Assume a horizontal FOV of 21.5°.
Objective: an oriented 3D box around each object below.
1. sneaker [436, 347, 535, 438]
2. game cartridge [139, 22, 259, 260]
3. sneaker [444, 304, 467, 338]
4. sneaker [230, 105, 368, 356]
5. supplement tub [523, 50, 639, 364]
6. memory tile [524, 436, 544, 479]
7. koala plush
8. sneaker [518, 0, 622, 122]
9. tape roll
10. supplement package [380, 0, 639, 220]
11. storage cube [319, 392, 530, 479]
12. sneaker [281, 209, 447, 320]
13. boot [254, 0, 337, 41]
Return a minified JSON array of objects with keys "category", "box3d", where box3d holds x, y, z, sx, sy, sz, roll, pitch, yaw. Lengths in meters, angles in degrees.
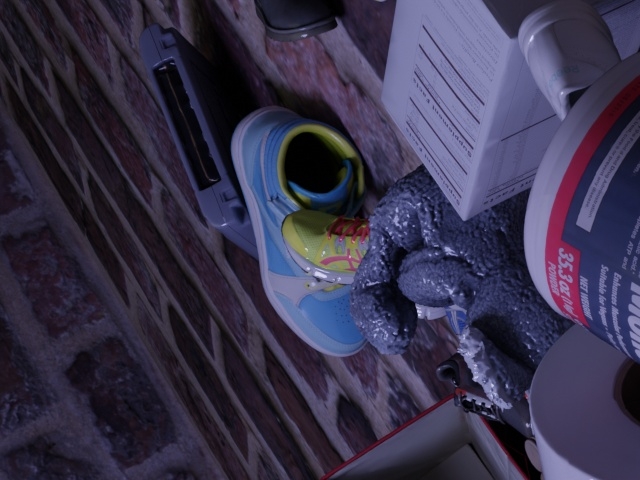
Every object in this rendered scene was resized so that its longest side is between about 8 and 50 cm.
[{"category":"sneaker","box3d":[0.175,0.169,1.763,0.158,0.064,0.061,43,153,52]},{"category":"game cartridge","box3d":[-0.133,-0.119,2.155,0.297,0.062,0.198,67,-173,23]},{"category":"sneaker","box3d":[0.175,0.081,1.637,0.211,0.080,0.081,-121,8,-52]},{"category":"sneaker","box3d":[0.000,0.000,1.953,0.319,0.127,0.208,67,165,-12]},{"category":"supplement tub","box3d":[0.271,0.015,0.982,0.272,0.191,0.191,35,147,41]},{"category":"memory tile","box3d":[0.248,0.237,1.644,0.113,0.012,0.148,63,164,4]},{"category":"koala plush","box3d":[0.156,0.045,1.442,0.221,0.196,0.203,56,152,40]},{"category":"sneaker","box3d":[0.208,-0.068,1.132,0.212,0.080,0.094,34,-147,-35]},{"category":"tape roll","box3d":[0.273,0.157,1.128,0.246,0.246,0.169,40,150,55]},{"category":"supplement package","box3d":[0.143,-0.149,1.267,0.134,0.139,0.244,57,161,24]},{"category":"storage cube","box3d":[0.136,0.314,1.837,0.184,0.215,0.193,54,171,29]},{"category":"sneaker","box3d":[0.056,0.002,1.799,0.208,0.081,0.094,21,134,16]},{"category":"boot","box3d":[-0.054,-0.323,1.761,0.189,0.076,0.209,-140,35,-59]}]
